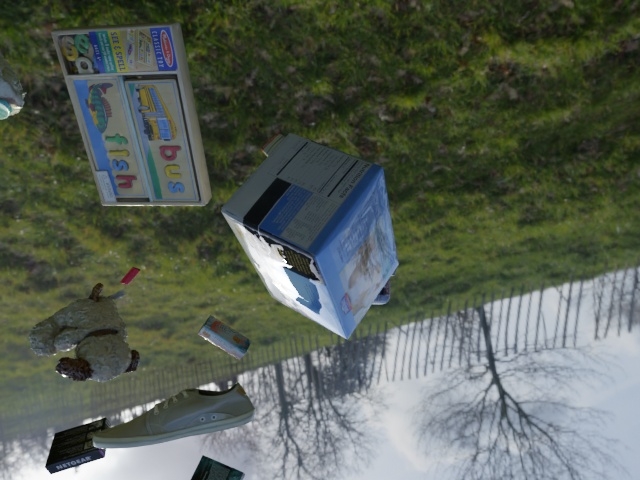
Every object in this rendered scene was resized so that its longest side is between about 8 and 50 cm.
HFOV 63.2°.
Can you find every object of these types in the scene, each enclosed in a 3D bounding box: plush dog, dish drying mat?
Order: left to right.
[{"bbox_3d":[-0.570,0.257,1.338,0.262,0.225,0.210,4,134,-52],"label":"plush dog"},{"bbox_3d":[-0.658,0.122,1.800,0.032,0.008,0.083,27,118,-38],"label":"dish drying mat"}]

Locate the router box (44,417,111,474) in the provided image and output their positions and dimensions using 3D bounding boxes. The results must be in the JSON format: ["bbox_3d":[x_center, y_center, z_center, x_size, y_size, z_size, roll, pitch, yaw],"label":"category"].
[{"bbox_3d":[-0.782,0.663,1.685,0.178,0.046,0.133,-17,-148,-1],"label":"router box"}]

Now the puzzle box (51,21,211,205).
[{"bbox_3d":[-0.411,-0.268,1.174,0.272,0.409,0.052,0,-150,8],"label":"puzzle box"}]

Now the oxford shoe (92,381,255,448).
[{"bbox_3d":[-0.415,0.499,1.491,0.449,0.130,0.169,-10,175,-11],"label":"oxford shoe"}]

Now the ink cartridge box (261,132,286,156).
[{"bbox_3d":[-0.073,-0.185,1.213,0.063,0.109,0.150,-41,-158,1],"label":"ink cartridge box"}]

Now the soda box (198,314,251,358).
[{"bbox_3d":[-0.346,0.351,1.887,0.063,0.183,0.058,-48,-168,39],"label":"soda box"}]

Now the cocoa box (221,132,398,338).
[{"bbox_3d":[0.000,0.000,1.076,0.228,0.231,0.347,25,155,28],"label":"cocoa box"}]

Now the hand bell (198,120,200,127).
[{"bbox_3d":[-0.387,-0.241,1.512,0.126,0.242,0.126,8,162,3],"label":"hand bell"}]

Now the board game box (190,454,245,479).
[{"bbox_3d":[-0.287,0.658,1.314,0.126,0.186,0.026,15,147,18],"label":"board game box"}]

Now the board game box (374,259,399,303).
[{"bbox_3d":[0.191,0.109,1.696,0.060,0.194,0.194,-9,169,35],"label":"board game box"}]

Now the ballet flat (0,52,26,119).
[{"bbox_3d":[-0.612,-0.285,0.873,0.409,0.147,0.147,8,-170,37],"label":"ballet flat"}]
